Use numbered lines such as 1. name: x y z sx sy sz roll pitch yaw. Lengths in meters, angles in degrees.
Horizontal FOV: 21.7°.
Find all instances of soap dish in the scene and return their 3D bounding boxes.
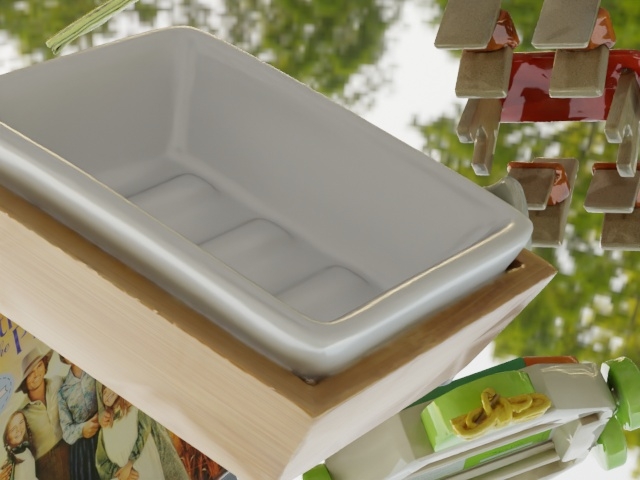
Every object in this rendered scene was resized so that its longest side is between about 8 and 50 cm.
1. soap dish: -0.052 0.002 0.911 0.291 0.118 0.229 31 -147 25

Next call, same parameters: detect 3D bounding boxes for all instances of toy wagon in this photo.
1. toy wagon: 0.115 0.156 1.267 0.267 0.344 0.068 -19 -112 -8

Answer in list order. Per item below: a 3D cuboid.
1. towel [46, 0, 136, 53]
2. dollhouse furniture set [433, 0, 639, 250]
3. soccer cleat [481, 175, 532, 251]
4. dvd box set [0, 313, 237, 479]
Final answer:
1. towel: -0.173 -0.248 1.663 0.102 0.237 0.021 -36 -80 -45
2. dollhouse furniture set: 0.240 -0.121 1.317 0.259 0.262 0.135 2 -124 24
3. soccer cleat: 0.000 0.000 1.264 0.331 0.143 0.116 -6 -117 -9
4. dvd box set: -0.200 0.147 1.429 0.307 0.062 0.420 -43 -142 17
